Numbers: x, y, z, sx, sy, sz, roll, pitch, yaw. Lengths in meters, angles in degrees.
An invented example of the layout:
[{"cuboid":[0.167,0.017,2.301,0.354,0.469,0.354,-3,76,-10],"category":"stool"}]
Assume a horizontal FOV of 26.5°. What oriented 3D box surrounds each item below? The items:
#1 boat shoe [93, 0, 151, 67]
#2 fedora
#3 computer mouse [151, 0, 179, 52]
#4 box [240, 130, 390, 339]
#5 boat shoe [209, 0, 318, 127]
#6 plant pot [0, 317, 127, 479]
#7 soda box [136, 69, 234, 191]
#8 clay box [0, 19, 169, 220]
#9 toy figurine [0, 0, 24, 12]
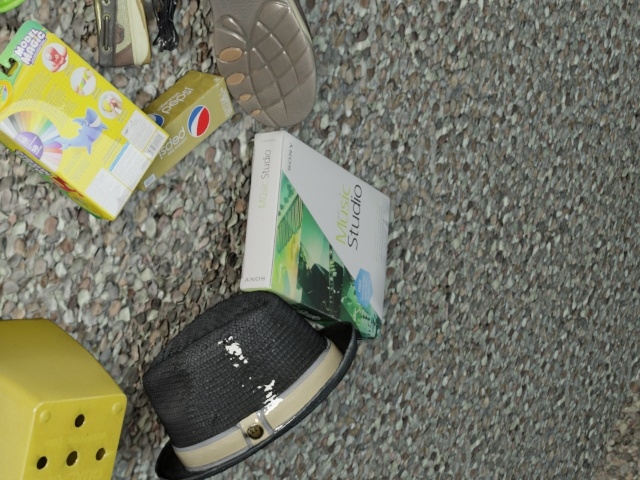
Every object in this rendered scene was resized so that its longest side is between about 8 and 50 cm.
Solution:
[{"cuboid":[-0.248,-0.303,1.561,0.073,0.080,0.223,-16,115,-11],"category":"boat shoe"},{"cuboid":[-0.118,0.173,1.822,0.334,0.334,0.152,-44,105,-34],"category":"fedora"},{"cuboid":[-0.194,-0.329,1.609,0.106,0.042,0.193,-91,173,-51],"category":"computer mouse"},{"cuboid":[0.000,0.000,1.990,0.322,0.058,0.232,27,63,-54],"category":"box"},{"cuboid":[-0.075,-0.312,1.729,0.130,0.132,0.355,-72,152,-50],"category":"boat shoe"},{"cuboid":[-0.346,0.218,1.562,0.212,0.187,0.212,2,102,-54],"category":"plant pot"},{"cuboid":[-0.192,-0.141,1.720,0.181,0.061,0.058,-45,136,-33],"category":"soda box"},{"cuboid":[-0.293,-0.137,1.555,0.222,0.053,0.127,42,69,-31],"category":"clay box"},{"cuboid":[-0.374,-0.312,1.385,0.173,0.130,0.159,-48,130,7],"category":"toy figurine"}]
